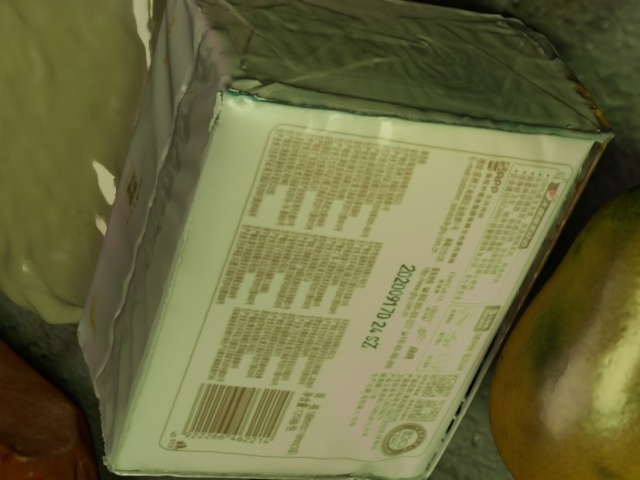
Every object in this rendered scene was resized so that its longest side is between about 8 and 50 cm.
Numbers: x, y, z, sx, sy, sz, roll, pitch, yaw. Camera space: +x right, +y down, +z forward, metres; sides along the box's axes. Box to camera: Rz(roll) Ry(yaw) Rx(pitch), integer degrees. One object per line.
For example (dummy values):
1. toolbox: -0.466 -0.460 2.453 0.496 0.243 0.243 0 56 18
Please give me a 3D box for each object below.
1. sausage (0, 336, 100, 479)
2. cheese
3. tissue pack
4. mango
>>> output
1. sausage: -0.252 0.127 0.978 0.258 0.133 0.133 40 128 16
2. cheese: -0.156 -0.116 0.811 0.326 0.115 0.318 35 126 23
3. tissue pack: 0.000 0.000 0.685 0.124 0.185 0.225 -112 35 -47
4. mango: 0.144 0.056 0.662 0.163 0.111 0.089 -58 28 18
